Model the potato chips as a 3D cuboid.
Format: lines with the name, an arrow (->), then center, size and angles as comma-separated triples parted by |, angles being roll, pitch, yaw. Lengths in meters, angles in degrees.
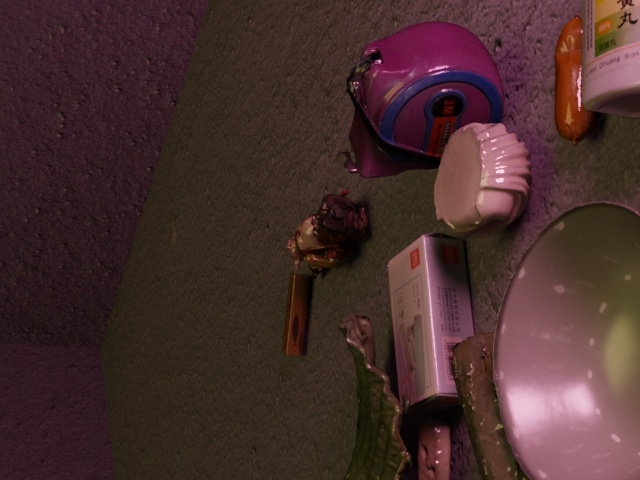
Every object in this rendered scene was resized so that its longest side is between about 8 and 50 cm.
potato chips -> 0.069, 0.317, 1.825 | 0.373, 0.097, 0.389 | -126, 37, -77

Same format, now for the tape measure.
tape measure -> 0.152, -0.217, 1.705 | 0.231, 0.245, 0.149 | 96, 165, -45

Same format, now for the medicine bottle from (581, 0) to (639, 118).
medicine bottle -> 0.391, -0.319, 1.328 | 0.179, 0.124, 0.324 | 166, 110, -66

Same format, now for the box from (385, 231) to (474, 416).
box -> 0.176, 0.134, 1.772 | 0.135, 0.079, 0.269 | 139, 132, -59

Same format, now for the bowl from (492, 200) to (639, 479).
bowl -> 0.353, 0.131, 1.249 | 0.337, 0.157, 0.337 | -27, 59, 60

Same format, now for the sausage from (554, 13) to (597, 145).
sausage -> 0.343, -0.212, 1.498 | 0.062, 0.054, 0.183 | -8, 72, 34

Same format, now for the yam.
yam -> 0.270, 0.261, 1.408 | 0.168, 0.168, 0.304 | 118, 148, -42

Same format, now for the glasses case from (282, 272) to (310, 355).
glasses case -> -0.050, 0.155, 2.351 | 0.064, 0.041, 0.170 | -179, 95, -79

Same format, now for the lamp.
lamp -> 0.000, 0.000, 2.183 | 0.253, 0.118, 0.118 | 138, 134, -56

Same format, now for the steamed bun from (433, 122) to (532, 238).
steamed bun -> 0.246, -0.088, 1.632 | 0.183, 0.106, 0.183 | -170, 90, -68

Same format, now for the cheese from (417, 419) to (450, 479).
cheese -> 0.179, 0.380, 1.753 | 0.065, 0.043, 0.194 | 148, 123, -68
